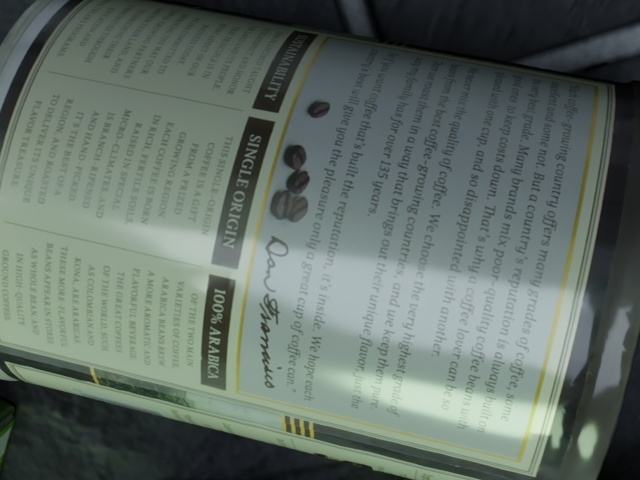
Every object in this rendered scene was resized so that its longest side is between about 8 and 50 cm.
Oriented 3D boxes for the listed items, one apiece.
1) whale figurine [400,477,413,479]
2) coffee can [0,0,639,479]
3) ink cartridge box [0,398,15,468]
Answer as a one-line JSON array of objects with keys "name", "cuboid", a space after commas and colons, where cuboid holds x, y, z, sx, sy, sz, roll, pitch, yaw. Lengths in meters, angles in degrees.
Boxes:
[{"name": "whale figurine", "cuboid": [0.107, 0.247, 0.513, 0.216, 0.141, 0.272, 3, 80, -25]}, {"name": "coffee can", "cuboid": [0.000, 0.000, 0.479, 0.275, 0.201, 0.201, 12, 108, 9]}, {"name": "ink cartridge box", "cuboid": [-0.333, 0.198, 0.667, 0.189, 0.097, 0.255, 22, 109, 5]}]
